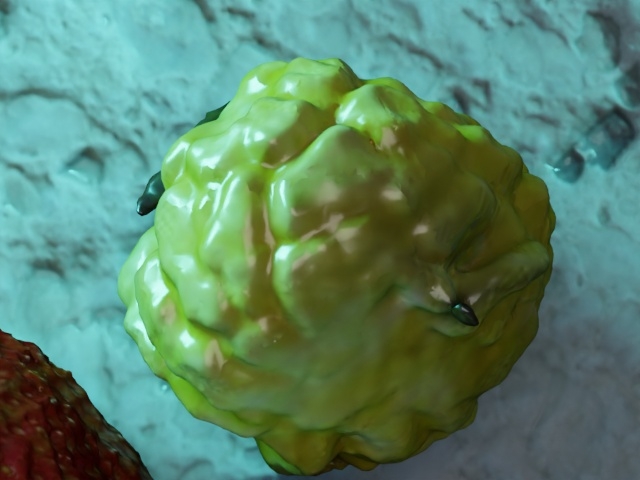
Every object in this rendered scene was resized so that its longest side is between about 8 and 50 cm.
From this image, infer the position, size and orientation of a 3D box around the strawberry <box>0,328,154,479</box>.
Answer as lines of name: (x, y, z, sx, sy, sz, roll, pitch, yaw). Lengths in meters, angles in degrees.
strawberry: (-0.251, 0.214, 1.283, 0.351, 0.267, 0.312, 25, 58, -21)

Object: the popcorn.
popcorn: (0.000, 0.000, 1.315, 0.349, 0.349, 0.381, -26, 44, -8)
